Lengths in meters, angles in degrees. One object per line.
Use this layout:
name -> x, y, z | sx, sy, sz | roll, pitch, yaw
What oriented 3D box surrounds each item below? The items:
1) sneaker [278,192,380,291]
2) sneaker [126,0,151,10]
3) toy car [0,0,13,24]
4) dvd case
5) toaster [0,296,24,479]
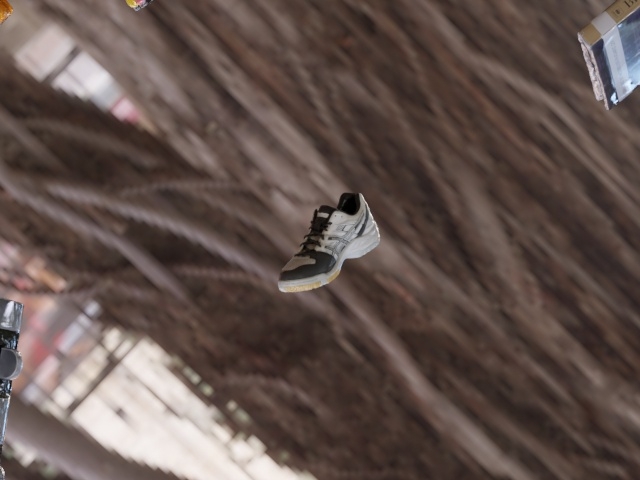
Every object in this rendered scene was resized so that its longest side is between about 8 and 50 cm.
sneaker -> 0.000, 0.000, 1.022 | 0.032, 0.037, 0.083 | 0, -154, 36
sneaker -> -0.143, -0.257, 1.411 | 0.088, 0.093, 0.225 | -37, -159, 5
toy car -> -0.247, -0.177, 1.176 | 0.060, 0.122, 0.040 | -26, -173, -1
dvd case -> 0.269, -0.182, 1.221 | 0.221, 0.018, 0.164 | -40, 164, 3
toaster -> -0.294, 0.111, 1.201 | 0.110, 0.185, 0.168 | 21, 75, -62
